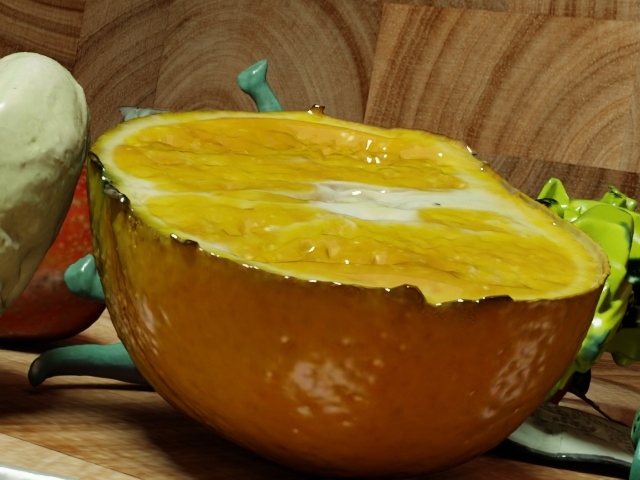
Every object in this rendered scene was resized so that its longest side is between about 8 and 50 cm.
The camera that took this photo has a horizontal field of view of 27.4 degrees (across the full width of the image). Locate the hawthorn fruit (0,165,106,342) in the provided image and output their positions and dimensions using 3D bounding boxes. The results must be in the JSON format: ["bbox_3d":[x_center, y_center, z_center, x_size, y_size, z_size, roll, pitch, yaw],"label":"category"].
[{"bbox_3d":[-0.252,0.013,0.979,0.204,0.162,0.163,-11,12,-29],"label":"hawthorn fruit"}]

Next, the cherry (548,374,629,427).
[{"bbox_3d":[0.200,0.107,1.080,0.226,0.090,0.107,20,25,-2],"label":"cherry"}]

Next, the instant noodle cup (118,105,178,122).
[{"bbox_3d":[-0.098,-0.020,1.463,0.296,0.214,0.296,9,2,0],"label":"instant noodle cup"}]

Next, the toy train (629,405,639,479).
[{"bbox_3d":[0.274,0.134,0.676,0.248,0.101,0.159,10,17,28],"label":"toy train"}]

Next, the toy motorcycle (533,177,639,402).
[{"bbox_3d":[0.218,0.035,0.986,0.206,0.142,0.342,23,14,24],"label":"toy motorcycle"}]

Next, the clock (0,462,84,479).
[{"bbox_3d":[-0.062,0.094,0.268,0.197,0.063,0.150,10,2,9],"label":"clock"}]

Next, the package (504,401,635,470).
[{"bbox_3d":[0.152,0.130,0.928,0.232,0.040,0.166,18,4,-6],"label":"package"}]

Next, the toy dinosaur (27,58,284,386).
[{"bbox_3d":[-0.016,0.069,0.983,0.129,0.383,0.331,-20,-59,40],"label":"toy dinosaur"}]

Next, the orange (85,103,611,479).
[{"bbox_3d":[0.002,0.002,0.725,0.274,0.274,0.310,9,46,-35],"label":"orange"}]

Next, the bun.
[{"bbox_3d":[-0.222,-0.001,0.741,0.116,0.237,0.210,48,16,-22],"label":"bun"}]

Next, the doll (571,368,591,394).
[{"bbox_3d":[0.170,0.109,1.197,0.096,0.070,0.195,-10,-20,44],"label":"doll"}]
